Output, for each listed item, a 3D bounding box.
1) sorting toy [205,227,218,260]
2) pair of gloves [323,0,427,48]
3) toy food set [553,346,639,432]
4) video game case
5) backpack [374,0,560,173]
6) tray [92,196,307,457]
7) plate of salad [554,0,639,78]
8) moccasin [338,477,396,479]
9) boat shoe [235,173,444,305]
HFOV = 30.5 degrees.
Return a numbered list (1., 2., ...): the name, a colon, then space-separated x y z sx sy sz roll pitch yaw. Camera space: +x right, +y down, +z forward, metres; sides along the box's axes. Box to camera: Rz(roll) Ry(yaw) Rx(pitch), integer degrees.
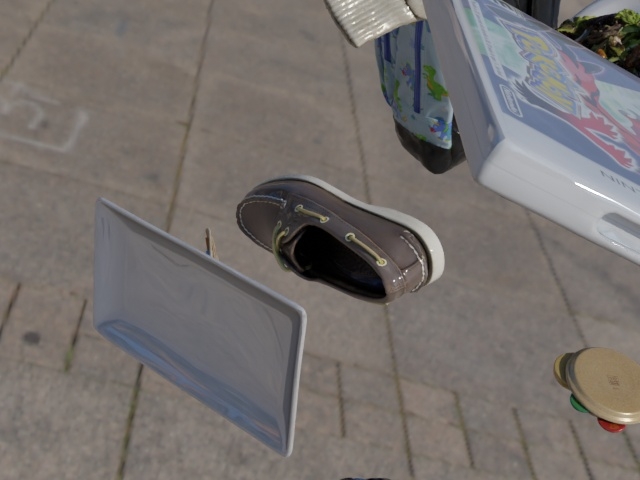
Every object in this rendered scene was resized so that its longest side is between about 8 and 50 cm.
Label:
1. sorting toy: -0.122 0.035 1.354 0.012 0.083 0.062 -13 40 -3
2. pair of gloves: 0.079 -0.353 1.316 0.204 0.240 0.042 -21 -4 -11
3. toy food set: 0.241 0.123 0.980 0.083 0.020 0.082 -3 47 -24
4. video game case: 0.133 -0.038 0.501 0.183 0.023 0.201 26 25 -15
5. backpack: 0.196 -0.316 1.560 0.290 0.355 0.273 -40 69 -19
6. tray: -0.108 0.067 1.033 0.270 0.145 0.030 27 33 36
7. plate of salad: 0.286 -0.170 1.078 0.048 0.200 0.200 45 2 -44
8. moccasin: 0.098 0.292 0.912 0.117 0.138 0.342 27 -2 -29
9. boat shoe: 0.000 0.000 1.464 0.324 0.117 0.096 20 38 40
